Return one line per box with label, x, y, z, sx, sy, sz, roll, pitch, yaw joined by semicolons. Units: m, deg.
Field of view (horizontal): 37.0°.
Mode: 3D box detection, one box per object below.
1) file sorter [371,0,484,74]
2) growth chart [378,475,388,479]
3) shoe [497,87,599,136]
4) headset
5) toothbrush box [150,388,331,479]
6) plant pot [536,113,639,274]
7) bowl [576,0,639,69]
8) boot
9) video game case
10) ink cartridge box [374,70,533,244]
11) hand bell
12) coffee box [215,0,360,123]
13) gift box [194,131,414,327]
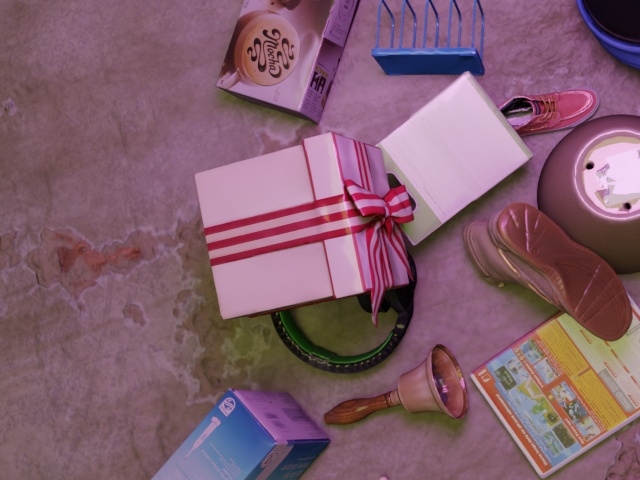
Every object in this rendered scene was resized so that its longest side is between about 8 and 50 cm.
file sorter;0.184;-0.340;1.589;0.170;0.118;0.105;3;85;17
growth chart;0.015;0.502;1.639;0.237;0.021;0.172;-11;83;18
shoe;0.361;-0.208;1.546;0.177;0.081;0.064;-15;83;15
headset;0.061;0.027;1.617;0.243;0.185;0.394;21;108;12
toothbrush box;-0.155;0.395;1.587;0.295;0.216;0.126;-48;65;8
plant pot;0.444;-0.081;1.415;0.256;0.274;0.257;-1;86;16
bowl;0.543;-0.442;1.402;0.391;0.077;0.391;-21;62;44
boot;0.344;0.054;1.488;0.262;0.203;0.095;41;78;-5
video game case;0.413;0.219;1.536;0.285;0.025;0.204;-37;78;11
ink cartridge box;0.193;-0.130;1.517;0.235;0.056;0.171;-38;92;12
hand bell;0.111;0.269;1.597;0.242;0.126;0.126;-23;80;27
coffee box;-0.044;-0.374;1.657;0.168;0.119;0.297;20;93;18
gift box;0.000;0.000;1.417;0.258;0.255;0.277;-15;90;21
